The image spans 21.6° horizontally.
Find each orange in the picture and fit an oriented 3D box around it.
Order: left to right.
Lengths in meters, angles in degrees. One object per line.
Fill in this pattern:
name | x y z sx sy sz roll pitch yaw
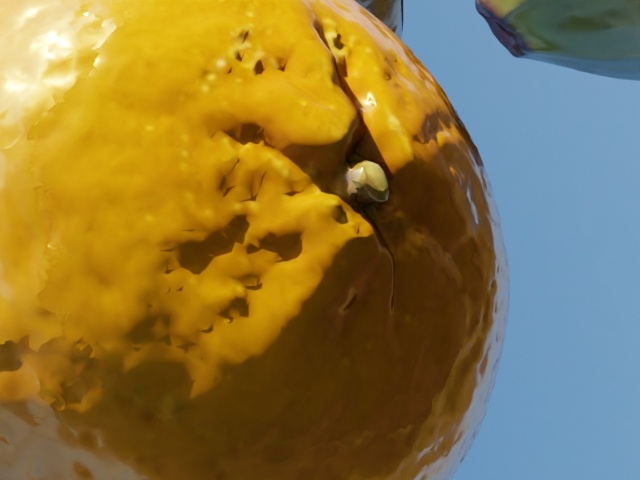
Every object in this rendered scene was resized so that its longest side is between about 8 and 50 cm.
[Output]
orange | -0.046 0.012 0.539 0.219 0.193 0.219 6 -120 -11

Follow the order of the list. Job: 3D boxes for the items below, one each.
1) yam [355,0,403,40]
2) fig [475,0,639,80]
yam | 0.003 -0.127 0.700 0.241 0.056 0.057 74 -153 -64
fig | 0.257 -0.245 1.252 0.316 0.316 0.316 10 -105 -42
